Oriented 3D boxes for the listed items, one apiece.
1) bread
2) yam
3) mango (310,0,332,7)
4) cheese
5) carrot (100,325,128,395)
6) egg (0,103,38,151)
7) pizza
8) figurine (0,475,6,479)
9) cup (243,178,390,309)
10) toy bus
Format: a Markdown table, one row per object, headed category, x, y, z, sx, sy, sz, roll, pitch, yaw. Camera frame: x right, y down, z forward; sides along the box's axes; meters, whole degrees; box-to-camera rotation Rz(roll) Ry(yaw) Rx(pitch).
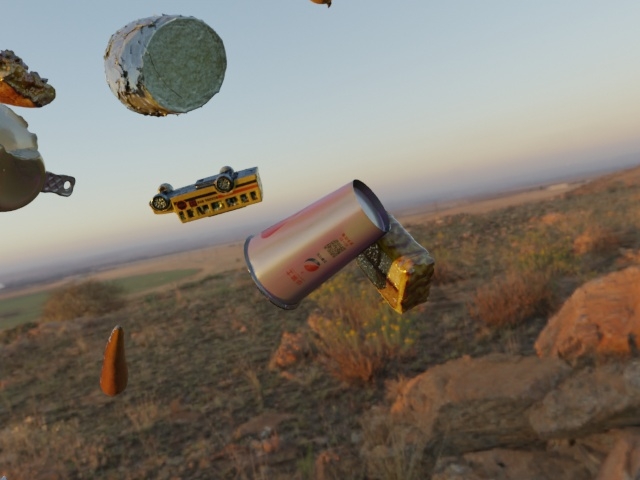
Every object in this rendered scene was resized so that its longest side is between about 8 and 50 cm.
| category | x | y | z | sx | sy | sz | roll | pitch | yaw |
| --- | --- | --- | --- | --- | --- | --- | --- | --- | --- |
| bread | 0.169 | 0.052 | 1.442 | 0.095 | 0.182 | 0.222 | -22 | 52 | -23 |
| yam | -0.362 | -0.407 | 1.407 | 0.240 | 0.241 | 0.348 | -12 | 19 | -27 |
| mango | -0.040 | -0.783 | 1.675 | 0.119 | 0.177 | 0.317 | -23 | -41 | 12 |
| cheese | -0.655 | -0.140 | 1.334 | 0.082 | 0.163 | 0.286 | 21 | 8 | 22 |
| carrot | -0.483 | 0.291 | 1.424 | 0.069 | 0.069 | 0.336 | -12 | -30 | -28 |
| egg | -0.819 | -0.213 | 1.401 | 0.286 | 0.265 | 0.174 | 9 | -6 | -17 |
| pizza | -0.670 | -0.337 | 1.170 | 0.305 | 0.086 | 0.161 | 17 | -19 | -28 |
| figurine | -0.744 | 0.626 | 1.409 | 0.208 | 0.184 | 0.128 | 40 | 16 | 34 |
| cup | 0.000 | 0.000 | 1.327 | 0.288 | 0.203 | 0.203 | -34 | -7 | 24 |
| toy bus | -0.341 | -0.136 | 1.833 | 0.335 | 0.123 | 0.121 | -16 | 22 | 2 |
